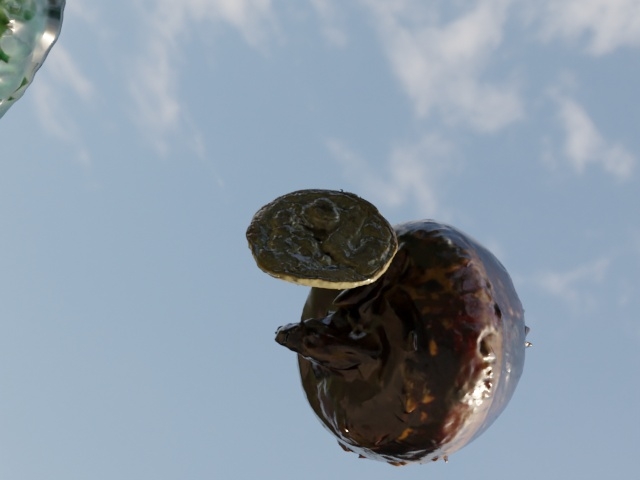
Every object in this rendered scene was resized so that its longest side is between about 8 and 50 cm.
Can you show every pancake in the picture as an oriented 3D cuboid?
[{"bbox_3d":[0.000,0.000,1.376,0.158,0.158,0.028,36,-39,31],"label":"pancake"}]

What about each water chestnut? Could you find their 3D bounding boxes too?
[{"bbox_3d":[0.079,0.120,1.504,0.300,0.300,0.300,33,-41,34],"label":"water chestnut"}]

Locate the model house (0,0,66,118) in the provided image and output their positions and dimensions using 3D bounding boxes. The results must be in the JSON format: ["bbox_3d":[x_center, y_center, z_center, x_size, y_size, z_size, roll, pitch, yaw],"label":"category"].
[{"bbox_3d":[-0.328,-0.149,0.708,0.184,0.291,0.253,-52,-121,32],"label":"model house"}]
